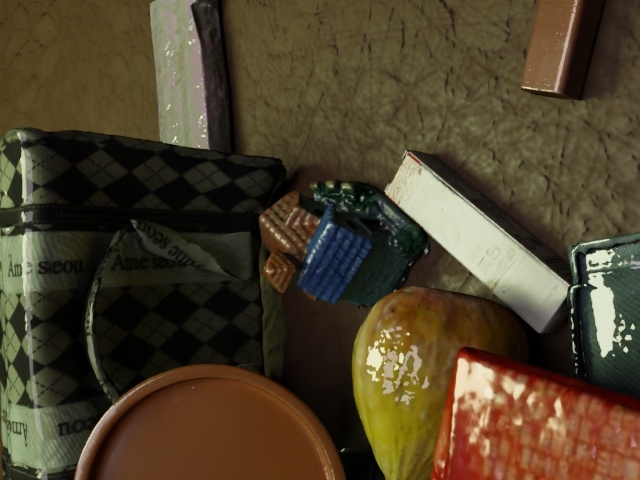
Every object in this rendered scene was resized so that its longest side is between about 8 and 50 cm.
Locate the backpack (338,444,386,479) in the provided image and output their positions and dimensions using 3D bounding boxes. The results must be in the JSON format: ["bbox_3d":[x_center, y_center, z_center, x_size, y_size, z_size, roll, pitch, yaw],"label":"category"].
[{"bbox_3d":[0.074,0.300,0.775,0.258,0.133,0.206,-5,89,35],"label":"backpack"}]

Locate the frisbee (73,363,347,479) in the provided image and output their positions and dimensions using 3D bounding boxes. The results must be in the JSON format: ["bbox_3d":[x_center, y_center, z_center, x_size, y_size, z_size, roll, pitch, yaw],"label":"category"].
[{"bbox_3d":[-0.099,0.236,0.735,0.251,0.021,0.250,0,87,4],"label":"frisbee"}]

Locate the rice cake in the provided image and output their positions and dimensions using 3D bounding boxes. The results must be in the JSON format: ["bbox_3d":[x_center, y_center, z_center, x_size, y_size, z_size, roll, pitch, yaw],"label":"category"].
[{"bbox_3d":[-0.165,-0.177,1.045,0.106,0.050,0.298,-10,81,41],"label":"rice cake"}]

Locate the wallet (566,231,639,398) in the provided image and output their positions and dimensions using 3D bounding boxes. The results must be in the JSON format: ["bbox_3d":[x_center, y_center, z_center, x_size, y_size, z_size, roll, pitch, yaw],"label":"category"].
[{"bbox_3d":[0.307,0.155,0.585,0.237,0.075,0.342,-11,78,37],"label":"wallet"}]

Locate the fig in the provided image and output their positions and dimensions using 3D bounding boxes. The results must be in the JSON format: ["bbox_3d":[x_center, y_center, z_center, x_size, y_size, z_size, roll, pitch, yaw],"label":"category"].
[{"bbox_3d":[0.079,0.161,0.712,0.159,0.159,0.257,17,79,41],"label":"fig"}]

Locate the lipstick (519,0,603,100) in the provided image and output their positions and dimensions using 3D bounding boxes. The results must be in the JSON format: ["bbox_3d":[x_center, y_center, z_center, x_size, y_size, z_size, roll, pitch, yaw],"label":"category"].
[{"bbox_3d":[0.214,-0.198,0.707,0.045,0.045,0.145,18,100,39],"label":"lipstick"}]

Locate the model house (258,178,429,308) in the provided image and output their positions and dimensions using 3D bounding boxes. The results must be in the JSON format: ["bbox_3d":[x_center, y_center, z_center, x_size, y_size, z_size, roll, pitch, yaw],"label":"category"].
[{"bbox_3d":[0.000,0.000,0.826,0.148,0.149,0.119,45,117,31],"label":"model house"}]

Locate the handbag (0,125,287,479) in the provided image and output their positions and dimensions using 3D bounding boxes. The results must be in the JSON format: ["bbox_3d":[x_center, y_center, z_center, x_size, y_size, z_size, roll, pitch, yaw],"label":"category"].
[{"bbox_3d":[-0.175,0.097,0.876,0.180,0.317,0.416,-4,89,56],"label":"handbag"}]

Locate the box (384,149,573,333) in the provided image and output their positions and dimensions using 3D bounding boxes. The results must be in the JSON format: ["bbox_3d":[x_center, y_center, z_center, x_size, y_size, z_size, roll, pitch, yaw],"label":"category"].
[{"bbox_3d":[0.150,-0.004,0.763,0.218,0.039,0.055,45,119,34],"label":"box"}]

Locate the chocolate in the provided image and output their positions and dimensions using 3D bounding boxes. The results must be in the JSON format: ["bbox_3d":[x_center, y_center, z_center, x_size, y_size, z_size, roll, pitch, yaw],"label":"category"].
[{"bbox_3d":[0.189,0.215,0.571,0.237,0.108,0.234,14,94,42],"label":"chocolate"}]
